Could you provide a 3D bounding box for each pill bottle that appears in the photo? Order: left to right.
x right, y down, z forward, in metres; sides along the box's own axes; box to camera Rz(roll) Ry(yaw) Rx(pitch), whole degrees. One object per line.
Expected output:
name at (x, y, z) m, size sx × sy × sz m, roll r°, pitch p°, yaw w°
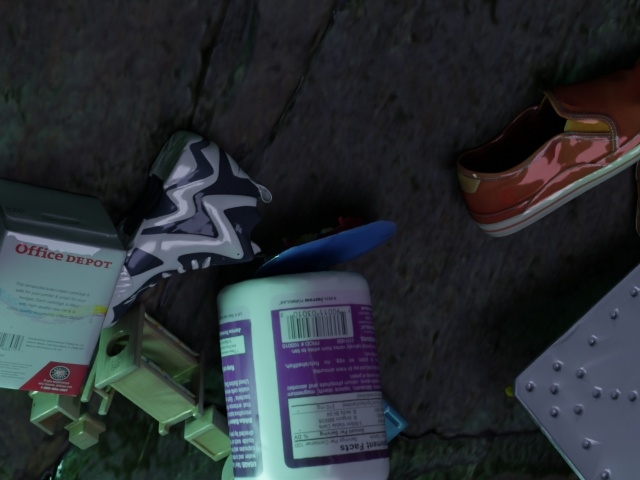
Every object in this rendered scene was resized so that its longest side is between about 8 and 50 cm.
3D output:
pill bottle at (-0.015, 0.191, 1.668) m, size 0.169 × 0.169 × 0.301 m, roll -3°, pitch 83°, yaw -21°

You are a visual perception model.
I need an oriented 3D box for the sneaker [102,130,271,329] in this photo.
sneaker at (-0.139, 0.014, 1.640) m, size 0.153 × 0.094 × 0.235 m, roll 27°, pitch 95°, yaw -24°

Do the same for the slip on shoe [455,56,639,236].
slip on shoe at (0.294, -0.133, 1.726) m, size 0.331 × 0.123 × 0.101 m, roll -34°, pitch 119°, yaw 7°

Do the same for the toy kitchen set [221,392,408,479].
toy kitchen set at (0.011, 0.274, 1.807) m, size 0.207 × 0.166 × 0.122 m, roll -42°, pitch 125°, yaw 4°

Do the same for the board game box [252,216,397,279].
board game box at (0.000, 0.000, 1.700) m, size 0.169 × 0.033 × 0.133 m, roll -18°, pitch 166°, yaw -16°

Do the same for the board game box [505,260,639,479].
board game box at (0.471, 0.198, 1.861) m, size 0.390 × 0.050 × 0.390 m, roll -40°, pitch 95°, yaw -17°

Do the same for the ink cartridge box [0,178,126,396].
ink cartridge box at (-0.291, 0.046, 1.575) m, size 0.128 × 0.127 × 0.176 m, roll 12°, pitch 113°, yaw -27°

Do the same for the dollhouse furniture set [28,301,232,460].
dollhouse furniture set at (-0.203, 0.177, 1.731) m, size 0.161 × 0.101 × 0.182 m, roll -28°, pitch 129°, yaw 25°

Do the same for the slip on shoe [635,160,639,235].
slip on shoe at (0.406, -0.067, 1.857) m, size 0.041 × 0.051 × 0.135 m, roll -33°, pitch 128°, yaw -53°
